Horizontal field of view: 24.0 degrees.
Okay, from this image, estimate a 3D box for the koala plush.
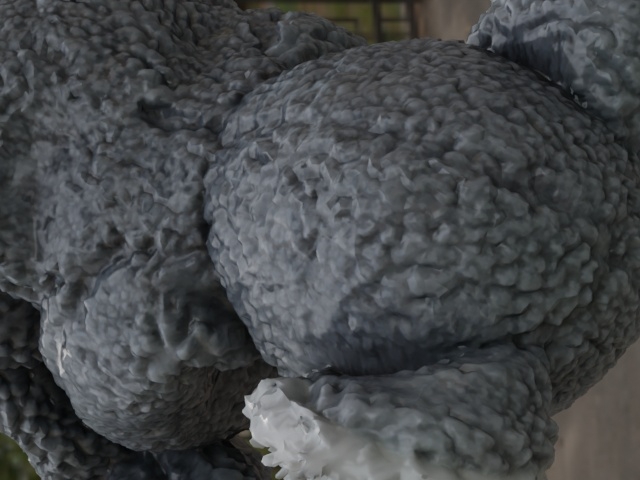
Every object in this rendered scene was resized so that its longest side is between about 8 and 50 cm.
[{"bbox_3d":[0.000,0.000,0.422,0.221,0.203,0.196,5,56,50],"label":"koala plush"}]
